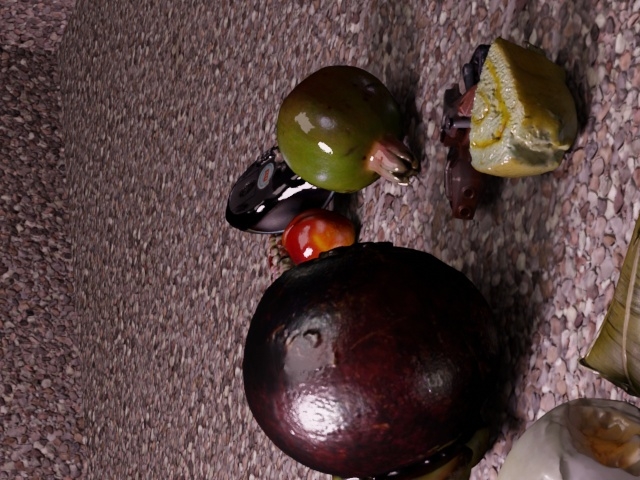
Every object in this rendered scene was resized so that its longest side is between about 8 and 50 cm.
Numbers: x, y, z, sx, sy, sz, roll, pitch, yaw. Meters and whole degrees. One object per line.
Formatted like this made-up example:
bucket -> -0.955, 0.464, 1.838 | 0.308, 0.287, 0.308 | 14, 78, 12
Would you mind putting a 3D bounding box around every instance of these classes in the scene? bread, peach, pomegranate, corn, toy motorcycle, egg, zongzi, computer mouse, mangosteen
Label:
bread -> 0.232, -0.142, 1.853 | 0.110, 0.103, 0.156 | -157, 72, -63
peach -> 0.001, -0.001, 2.383 | 0.101, 0.101, 0.100 | -174, 90, -68
pomegranate -> 0.044, -0.136, 2.246 | 0.210, 0.180, 0.180 | 38, 124, 31
corn -> -0.030, 0.076, 2.443 | 0.280, 0.092, 0.092 | -105, 30, -45
toy motorcycle -> 0.180, -0.121, 1.973 | 0.118, 0.084, 0.212 | -98, 15, -62
egg -> 0.252, 0.266, 1.594 | 0.183, 0.183, 0.217 | -120, 33, -55
zongzi -> 0.344, 0.074, 1.535 | 0.204, 0.094, 0.204 | 48, 128, 56
computer mouse -> -0.036, -0.081, 2.455 | 0.233, 0.096, 0.137 | -29, 37, 32
mangosteen -> 0.061, 0.154, 1.943 | 0.330, 0.330, 0.330 | -174, 90, -68
